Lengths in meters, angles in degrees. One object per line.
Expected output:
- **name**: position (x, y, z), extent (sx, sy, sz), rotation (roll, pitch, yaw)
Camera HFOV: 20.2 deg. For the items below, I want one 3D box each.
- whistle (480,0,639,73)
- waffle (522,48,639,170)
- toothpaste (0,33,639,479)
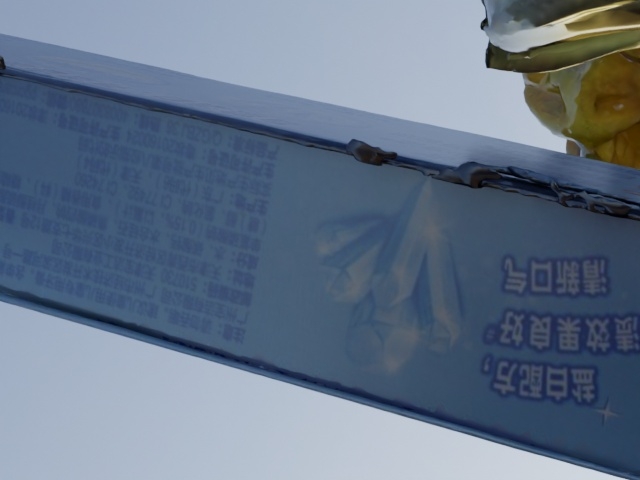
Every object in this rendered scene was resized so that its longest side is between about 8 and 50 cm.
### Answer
- **whistle**: position (0.022, -0.199, 0.425), extent (0.057, 0.326, 0.068), rotation (-11, -9, -23)
- **waffle**: position (0.133, -0.014, 0.653), extent (0.211, 0.055, 0.160), rotation (37, -115, -51)
- **toothpaste**: position (0.000, 0.000, 0.369), extent (0.066, 0.272, 0.053), rotation (-9, -70, -65)
